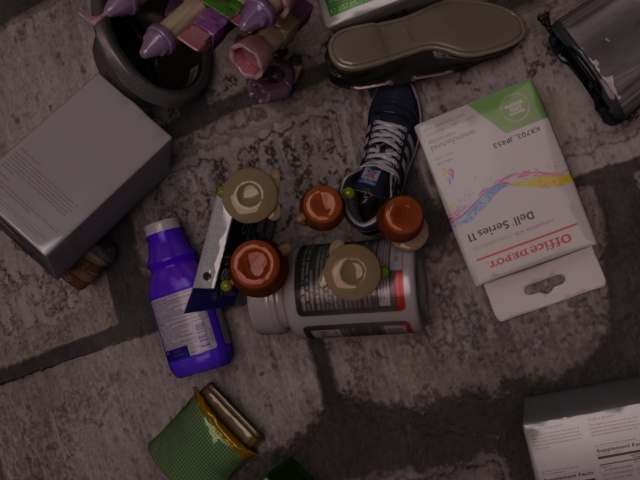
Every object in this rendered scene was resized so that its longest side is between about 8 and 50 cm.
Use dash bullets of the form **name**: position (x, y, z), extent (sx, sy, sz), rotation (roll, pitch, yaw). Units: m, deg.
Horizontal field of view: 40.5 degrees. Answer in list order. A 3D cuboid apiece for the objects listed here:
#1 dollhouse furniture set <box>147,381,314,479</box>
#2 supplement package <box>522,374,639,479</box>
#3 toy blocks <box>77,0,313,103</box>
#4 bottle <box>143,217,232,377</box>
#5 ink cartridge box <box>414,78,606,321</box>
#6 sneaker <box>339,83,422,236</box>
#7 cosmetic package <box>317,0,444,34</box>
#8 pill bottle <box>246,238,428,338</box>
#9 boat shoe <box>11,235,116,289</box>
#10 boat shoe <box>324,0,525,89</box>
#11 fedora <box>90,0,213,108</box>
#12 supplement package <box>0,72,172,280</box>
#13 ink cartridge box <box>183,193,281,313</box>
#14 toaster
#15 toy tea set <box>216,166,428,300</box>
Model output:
- **dollhouse furniture set**: position (-0.176, 0.420, 1.524), extent (0.301, 0.151, 0.197), rotation (44, 100, 10)
- **supplement package**: position (0.458, 0.304, 1.336), extent (0.262, 0.204, 0.145), rotation (-13, 88, 14)
- **toy blocks**: position (-0.187, -0.345, 1.381), extent (0.289, 0.309, 0.260), rotation (34, 61, 8)
- **bottle**: position (-0.249, 0.101, 1.568), extent (0.118, 0.092, 0.282), rotation (-19, 86, 13)
- **ink cartridge box**: position (0.314, -0.056, 1.411), extent (0.207, 0.119, 0.353), rotation (-22, 85, 13)
- **sneaker**: position (0.102, -0.144, 1.445), extent (0.099, 0.153, 0.282), rotation (11, 93, 14)
- **cosmetic package**: position (0.060, -0.542, 1.451), extent (0.197, 0.155, 0.365), rotation (-19, 87, 15)
- **pill bottle**: position (0.030, 0.083, 1.463), extent (0.284, 0.161, 0.161), rotation (-4, 90, 14)
- **boat shoe**: position (-0.537, -0.028, 1.627), extent (0.324, 0.123, 0.116), rotation (38, 101, 12)
- **boat shoe**: position (0.169, -0.323, 1.451), extent (0.336, 0.095, 0.112), rotation (-10, 73, -7)
- **fedora**: position (-0.319, -0.348, 1.540), extent (0.124, 0.244, 0.275), rotation (-23, 89, 43)
- **supplement package**: position (-0.419, -0.107, 1.500), extent (0.177, 0.175, 0.293), rotation (42, 71, 4)
- **ink cartridge box**: position (-0.146, 0.027, 1.484), extent (0.045, 0.206, 0.208), rotation (19, 96, 17)
- **toaster**: position (0.465, -0.305, 1.368), extent (0.146, 0.129, 0.227), rotation (-34, 81, 8)
- **toy tea set**: position (0.000, 0.000, 1.364), extent (0.336, 0.124, 0.199), rotation (6, 84, 0)
